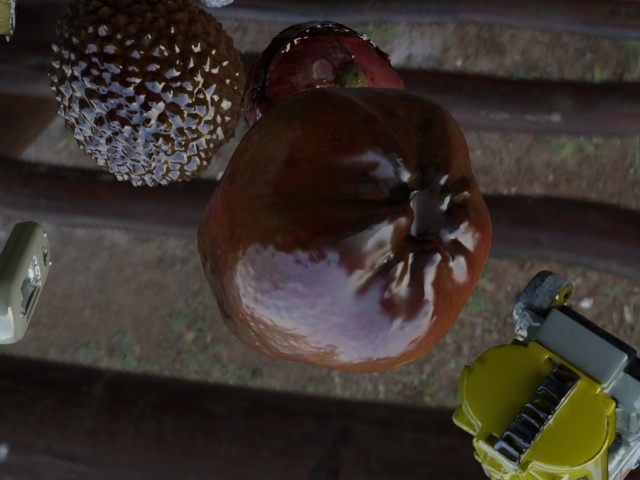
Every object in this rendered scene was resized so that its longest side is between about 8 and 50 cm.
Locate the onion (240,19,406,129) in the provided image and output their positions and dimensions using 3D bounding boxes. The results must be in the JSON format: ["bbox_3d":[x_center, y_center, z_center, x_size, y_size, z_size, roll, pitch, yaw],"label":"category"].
[{"bbox_3d":[0.001,-0.135,1.310,0.184,0.184,0.147,31,154,-3],"label":"onion"}]

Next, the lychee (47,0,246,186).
[{"bbox_3d":[-0.234,-0.211,1.626,0.267,0.267,0.268,7,121,12],"label":"lychee"}]

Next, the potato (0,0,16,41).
[{"bbox_3d":[-0.475,-0.293,1.341,0.266,0.229,0.229,-19,120,-21],"label":"potato"}]

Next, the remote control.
[{"bbox_3d":[-0.344,0.045,1.427,0.042,0.221,0.078,-5,114,1],"label":"remote control"}]

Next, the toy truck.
[{"bbox_3d":[0.140,0.105,0.730,0.098,0.114,0.227,35,171,23],"label":"toy truck"}]

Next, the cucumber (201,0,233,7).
[{"bbox_3d":[-0.132,-0.331,1.457,0.064,0.064,0.112,-8,136,20],"label":"cucumber"}]

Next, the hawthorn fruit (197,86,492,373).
[{"bbox_3d":[0.000,0.000,0.973,0.224,0.224,0.260,50,140,-14],"label":"hawthorn fruit"}]
